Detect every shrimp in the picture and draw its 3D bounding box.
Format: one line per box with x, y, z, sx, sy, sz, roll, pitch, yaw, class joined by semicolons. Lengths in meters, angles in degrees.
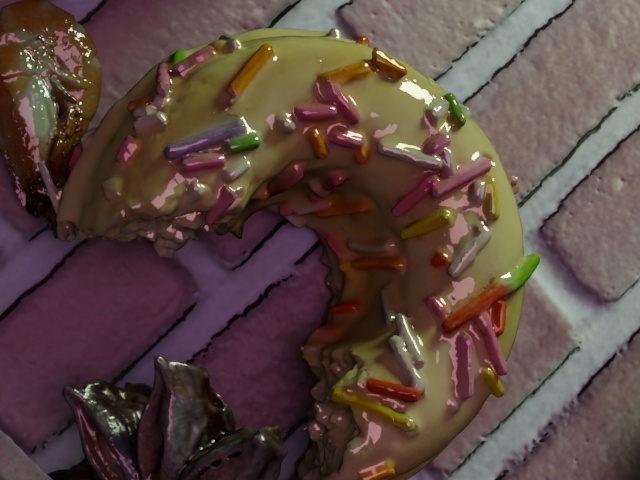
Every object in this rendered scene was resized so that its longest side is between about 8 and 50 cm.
-0.207;-0.092;1.259;0.091;0.043;0.184;-1;85;-20;shrimp

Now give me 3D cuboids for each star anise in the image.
-0.100;0.198;1.208;0.223;0.109;0.236;33;114;15;star anise

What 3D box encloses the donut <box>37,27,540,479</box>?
0.010;0.002;1.256;0.307;0.150;0.371;-42;100;-20;donut

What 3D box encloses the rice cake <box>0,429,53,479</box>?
-0.214;0.196;1.169;0.290;0.051;0.081;40;79;19;rice cake
